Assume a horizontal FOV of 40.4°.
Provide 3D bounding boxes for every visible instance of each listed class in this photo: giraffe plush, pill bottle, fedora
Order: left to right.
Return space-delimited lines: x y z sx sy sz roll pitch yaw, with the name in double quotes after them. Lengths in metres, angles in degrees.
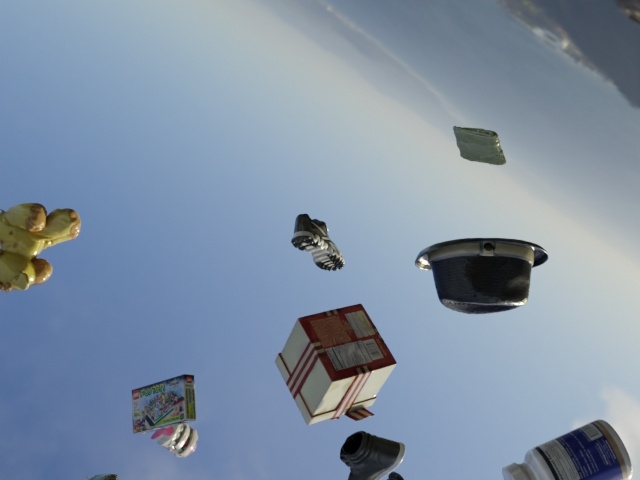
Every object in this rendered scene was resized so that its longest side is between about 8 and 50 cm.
-0.597 0.022 1.757 0.210 0.170 0.181 5 169 -19 "giraffe plush"
0.404 0.100 2.176 0.334 0.152 0.334 0 164 0 "fedora"
0.565 0.530 2.006 0.153 0.264 0.153 158 90 -86 "pill bottle"

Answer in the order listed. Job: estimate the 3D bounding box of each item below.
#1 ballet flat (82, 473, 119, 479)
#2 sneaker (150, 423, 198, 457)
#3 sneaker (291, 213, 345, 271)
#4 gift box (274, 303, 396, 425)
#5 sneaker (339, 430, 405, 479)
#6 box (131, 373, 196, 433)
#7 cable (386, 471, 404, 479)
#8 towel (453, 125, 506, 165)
-0.437 0.483 1.640 0.070 0.188 0.070 26 -152 -15 "ballet flat"
-0.392 0.540 2.410 0.111 0.103 0.252 34 167 6 "sneaker"
0.000 0.000 2.273 0.234 0.078 0.106 40 -138 -51 "sneaker"
0.055 0.360 2.456 0.276 0.258 0.255 -5 -128 -29 "gift box"
0.100 0.633 2.452 0.147 0.296 0.104 29 -145 -12 "sneaker"
-0.393 0.410 2.172 0.036 0.207 0.114 16 -120 -47 "box"
0.224 0.651 2.158 0.150 0.047 0.184 53 -179 -46 "cable"
0.410 -0.244 2.258 0.148 0.027 0.110 17 144 47 "towel"
